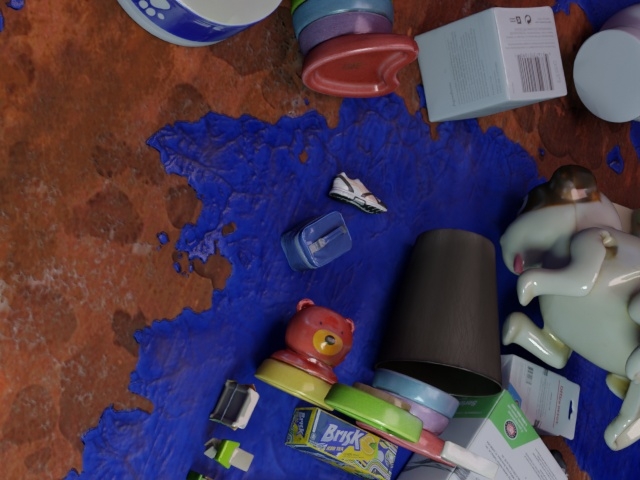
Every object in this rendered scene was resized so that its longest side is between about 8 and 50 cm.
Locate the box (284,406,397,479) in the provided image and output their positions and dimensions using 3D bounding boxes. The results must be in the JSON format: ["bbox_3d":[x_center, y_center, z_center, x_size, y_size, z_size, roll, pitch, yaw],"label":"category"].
[{"bbox_3d":[0.032,0.298,1.607,0.169,0.054,0.059,30,65,-32],"label":"box"}]

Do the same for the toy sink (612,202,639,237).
[{"bbox_3d":[0.663,0.015,2.097,0.234,0.131,0.152,18,71,-24],"label":"toy sink"}]

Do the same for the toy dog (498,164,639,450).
[{"bbox_3d":[0.472,0.057,1.804,0.395,0.408,0.284,-33,146,-12],"label":"toy dog"}]

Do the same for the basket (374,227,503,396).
[{"bbox_3d":[0.196,0.108,1.714,0.204,0.154,0.226,15,67,-15],"label":"basket"}]

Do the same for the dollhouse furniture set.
[{"bbox_3d":[-0.117,0.267,1.476,0.059,0.076,0.151,33,74,-29],"label":"dollhouse furniture set"}]

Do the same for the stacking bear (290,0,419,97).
[{"bbox_3d":[0.033,-0.380,1.652,0.164,0.175,0.289,-4,74,-13],"label":"stacking bear"}]

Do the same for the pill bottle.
[{"bbox_3d":[0.673,-0.358,2.127,0.408,0.229,0.229,-23,98,-40],"label":"pill bottle"}]

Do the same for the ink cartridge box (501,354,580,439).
[{"bbox_3d":[0.359,0.270,1.878,0.180,0.060,0.104,26,67,-34],"label":"ink cartridge box"}]

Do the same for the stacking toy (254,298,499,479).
[{"bbox_3d":[0.099,0.199,1.505,0.309,0.279,0.130,29,78,-27],"label":"stacking toy"}]

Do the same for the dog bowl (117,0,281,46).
[{"bbox_3d":[-0.168,-0.408,1.517,0.265,0.104,0.264,7,79,-39],"label":"dog bowl"}]

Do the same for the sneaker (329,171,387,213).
[{"bbox_3d":[0.063,-0.072,1.699,0.109,0.040,0.043,24,66,-35],"label":"sneaker"}]

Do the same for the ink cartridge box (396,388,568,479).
[{"bbox_3d":[0.232,0.405,1.712,0.289,0.122,0.211,-48,113,-34],"label":"ink cartridge box"}]

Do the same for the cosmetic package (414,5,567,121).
[{"bbox_3d":[0.279,-0.289,1.818,0.151,0.184,0.151,-10,90,-40],"label":"cosmetic package"}]

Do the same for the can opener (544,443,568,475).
[{"bbox_3d":[0.379,0.443,1.882,0.059,0.073,0.186,56,44,-69],"label":"can opener"}]

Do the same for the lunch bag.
[{"bbox_3d":[0.000,0.000,1.619,0.098,0.065,0.067,-33,104,-38],"label":"lunch bag"}]
